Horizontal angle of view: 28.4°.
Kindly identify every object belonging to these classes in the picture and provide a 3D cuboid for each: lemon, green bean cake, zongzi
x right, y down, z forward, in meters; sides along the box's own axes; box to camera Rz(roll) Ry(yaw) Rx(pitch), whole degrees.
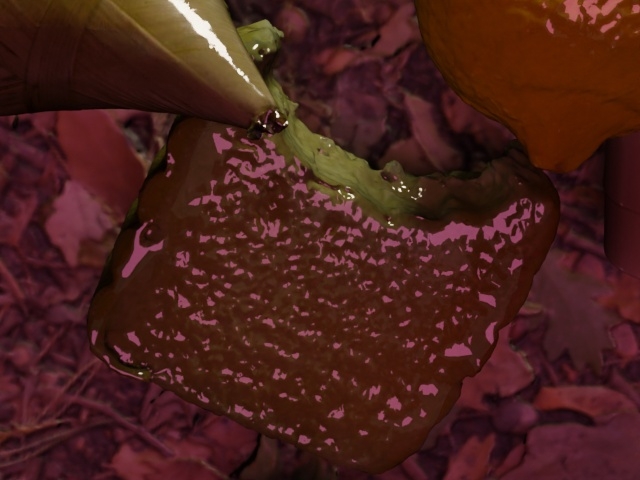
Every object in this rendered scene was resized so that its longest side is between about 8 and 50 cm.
[{"bbox_3d":[0.144,-0.156,0.685,0.187,0.187,0.244,15,81,-9],"label":"lemon"},{"bbox_3d":[0.000,0.000,0.786,0.236,0.124,0.233,26,107,-12],"label":"green bean cake"},{"bbox_3d":[-0.149,-0.090,0.694,0.228,0.256,0.115,-35,151,11],"label":"zongzi"}]

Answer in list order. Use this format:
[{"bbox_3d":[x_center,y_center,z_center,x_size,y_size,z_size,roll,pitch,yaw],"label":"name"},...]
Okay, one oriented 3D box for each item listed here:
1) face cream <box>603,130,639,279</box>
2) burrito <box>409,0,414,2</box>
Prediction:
[{"bbox_3d":[0.250,-0.040,0.776,0.149,0.149,0.104,-4,109,-3],"label":"face cream"},{"bbox_3d":[0.053,-0.175,0.770,0.149,0.041,0.055,32,106,-18],"label":"burrito"}]
